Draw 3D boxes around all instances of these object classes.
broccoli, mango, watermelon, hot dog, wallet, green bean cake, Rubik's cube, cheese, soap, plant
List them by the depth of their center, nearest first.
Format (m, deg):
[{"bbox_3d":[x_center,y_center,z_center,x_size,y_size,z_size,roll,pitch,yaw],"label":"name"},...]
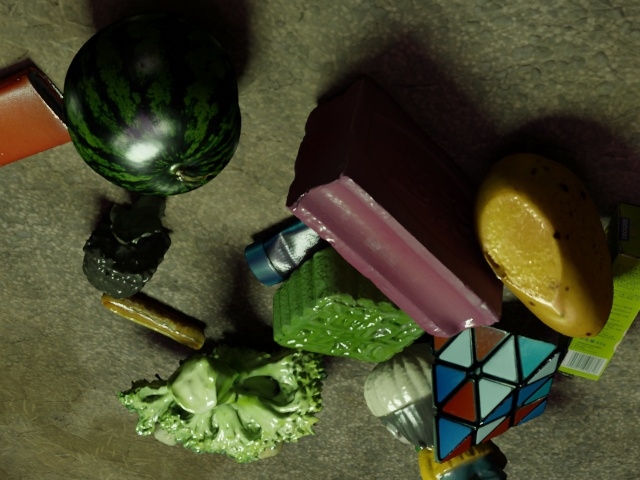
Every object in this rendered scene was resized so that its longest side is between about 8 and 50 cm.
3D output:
[{"bbox_3d":[-0.236,-0.192,1.537,0.269,0.269,0.269,8,138,7],"label":"watermelon"},{"bbox_3d":[0.338,0.008,1.595,0.160,0.191,0.290,-29,83,34],"label":"mango"},{"bbox_3d":[0.123,-0.039,1.608,0.128,0.233,0.359,-28,124,35],"label":"soap"},{"bbox_3d":[-0.500,-0.195,1.758,0.204,0.045,0.142,-15,129,29],"label":"wallet"},{"bbox_3d":[0.060,0.114,1.827,0.248,0.125,0.222,10,148,-26],"label":"green bean cake"},{"bbox_3d":[0.276,0.305,1.865,0.284,0.234,0.250,16,150,44],"label":"Rubik's cube"},{"bbox_3d":[-0.334,0.010,1.876,0.131,0.142,0.203,29,147,-2],"label":"plant"},{"bbox_3d":[-0.142,0.268,1.968,0.275,0.353,0.397,58,151,12],"label":"broccoli"},{"bbox_3d":[-0.319,0.147,2.081,0.215,0.047,0.066,26,152,-13],"label":"hot dog"},{"bbox_3d":[-0.295,0.395,2.351,0.065,0.043,0.194,39,136,-18],"label":"cheese"}]

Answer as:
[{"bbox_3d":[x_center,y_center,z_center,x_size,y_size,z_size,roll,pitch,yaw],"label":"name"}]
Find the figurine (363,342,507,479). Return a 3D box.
[{"bbox_3d":[0.214,0.326,1.934,0.185,0.332,0.204,-23,141,-20],"label":"figurine"}]

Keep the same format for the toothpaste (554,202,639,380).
[{"bbox_3d":[0.461,0.091,1.743,0.077,0.110,0.327,15,139,3],"label":"toothpaste"}]

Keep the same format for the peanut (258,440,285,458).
[{"bbox_3d":[-0.185,0.367,2.230,0.256,0.123,0.123,35,135,-22],"label":"peanut"}]

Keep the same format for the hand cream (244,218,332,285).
[{"bbox_3d":[0.000,0.000,1.823,0.270,0.061,0.120,-22,112,28],"label":"hand cream"}]
